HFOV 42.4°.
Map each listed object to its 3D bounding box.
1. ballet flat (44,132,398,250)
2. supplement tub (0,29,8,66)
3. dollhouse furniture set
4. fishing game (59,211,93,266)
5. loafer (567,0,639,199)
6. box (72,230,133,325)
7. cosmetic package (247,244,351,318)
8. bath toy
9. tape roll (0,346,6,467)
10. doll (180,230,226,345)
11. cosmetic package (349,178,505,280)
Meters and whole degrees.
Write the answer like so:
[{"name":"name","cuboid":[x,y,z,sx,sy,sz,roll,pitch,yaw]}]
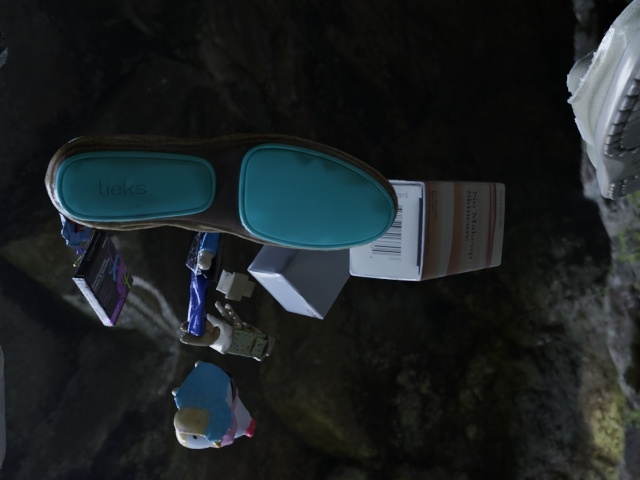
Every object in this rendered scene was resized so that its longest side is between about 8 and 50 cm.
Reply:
[{"name":"ballet flat","cuboid":[-0.096,-0.058,0.835,0.124,0.342,0.116,-126,39,-68]},{"name":"supplement tub","cuboid":[-0.485,-0.210,0.997,0.117,0.117,0.190,53,-124,-22]},{"name":"dollhouse furniture set","cuboid":[-0.132,0.162,1.728,0.182,0.101,0.161,19,-89,-45]},{"name":"fishing game","cuboid":[-0.551,-0.076,1.913,0.189,0.041,0.264,-67,-18,-63]},{"name":"loafer","cuboid":[0.224,-0.109,0.593,0.268,0.102,0.092,54,-167,-70]},{"name":"box","cuboid":[-0.418,0.075,1.601,0.162,0.029,0.116,73,-155,-50]},{"name":"cosmetic package","cuboid":[0.000,0.000,1.394,0.238,0.107,0.127,-54,-54,-21]},{"name":"bath toy","cuboid":[-0.196,0.333,1.572,0.129,0.151,0.348,35,168,10]},{"name":"tape roll","cuboid":[-0.552,0.232,1.107,0.246,0.246,0.169,-62,-14,-58]},{"name":"doll","cuboid":[-0.135,0.021,0.970,0.129,0.046,0.189,-120,38,-71]},{"name":"cosmetic package","cuboid":[0.179,-0.023,1.327,0.296,0.129,0.153,-8,-80,-55]}]
